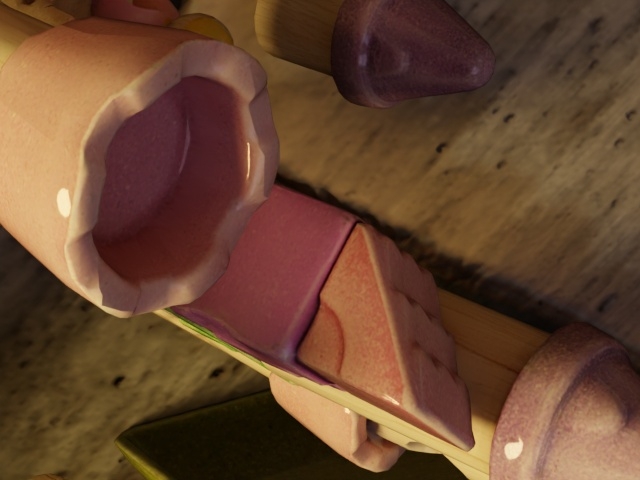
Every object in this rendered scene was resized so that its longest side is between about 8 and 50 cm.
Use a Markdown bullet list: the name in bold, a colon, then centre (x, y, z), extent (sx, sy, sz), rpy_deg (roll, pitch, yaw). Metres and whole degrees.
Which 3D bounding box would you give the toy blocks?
- **toy blocks**: centre (0.000, 0.000, 0.489), extent (0.309, 0.260, 0.288), rpy_deg (-62, 146, -7)

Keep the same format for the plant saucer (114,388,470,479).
- **plant saucer**: centre (0.030, 0.100, 0.740), extent (0.188, 0.188, 0.045), rpy_deg (-14, 104, -22)
